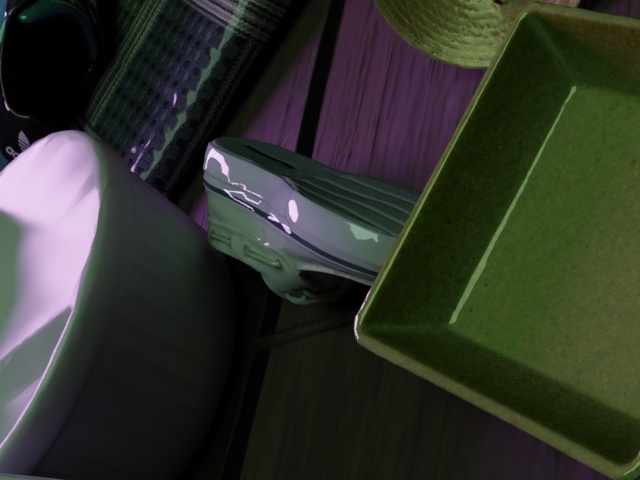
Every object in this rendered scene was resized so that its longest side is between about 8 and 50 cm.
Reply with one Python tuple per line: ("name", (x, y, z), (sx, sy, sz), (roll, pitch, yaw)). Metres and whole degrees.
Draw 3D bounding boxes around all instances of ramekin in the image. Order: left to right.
("ramekin", (-0.168, 0.076, 0.882), (0.273, 0.127, 0.273), (-35, 39, 35))

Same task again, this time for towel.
("towel", (-0.140, -0.152, 1.113), (0.312, 0.056, 0.324), (-58, 34, 8))

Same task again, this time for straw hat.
("straw hat", (0.098, -0.170, 0.761), (0.144, 0.144, 0.061), (-29, 5, 40))

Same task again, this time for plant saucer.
("plant saucer", (0.123, -0.004, 0.601), (0.188, 0.045, 0.188), (24, 85, 52))

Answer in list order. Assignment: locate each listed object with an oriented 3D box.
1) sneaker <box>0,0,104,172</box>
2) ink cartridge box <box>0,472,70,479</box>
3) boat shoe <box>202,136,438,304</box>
("sneaker", (-0.223, -0.193, 1.119), (0.121, 0.108, 0.302), (-19, 61, 47))
("ink cartridge box", (-0.091, 0.257, 0.646), (0.239, 0.060, 0.275), (4, 62, 14))
("boat shoe", (0.000, 0.000, 0.772), (0.226, 0.083, 0.076), (32, 119, 60))
